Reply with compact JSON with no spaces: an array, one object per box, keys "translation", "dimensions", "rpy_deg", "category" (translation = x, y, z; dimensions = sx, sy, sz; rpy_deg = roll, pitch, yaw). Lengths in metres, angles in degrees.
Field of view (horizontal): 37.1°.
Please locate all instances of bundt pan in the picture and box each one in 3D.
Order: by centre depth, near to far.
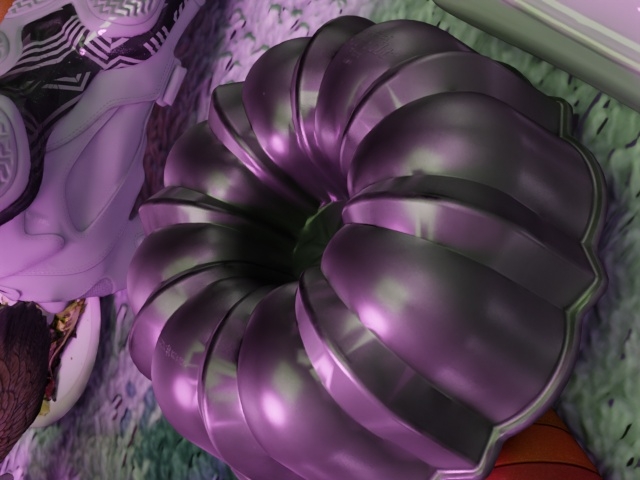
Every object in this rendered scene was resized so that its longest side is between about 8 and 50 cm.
[{"translation":[0.000,0.000,0.596],"dimensions":[0.331,0.124,0.331],"rpy_deg":[-21,54,33],"category":"bundt pan"}]

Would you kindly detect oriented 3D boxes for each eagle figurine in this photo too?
[{"translation":[-0.302,0.204,0.768],"dimensions":[0.298,0.225,0.226],"rpy_deg":[-24,100,37],"category":"eagle figurine"}]

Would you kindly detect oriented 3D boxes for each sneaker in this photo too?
[{"translation":[-0.185,-0.097,0.802],"dimensions":[0.137,0.210,0.366],"rpy_deg":[23,66,34],"category":"sneaker"}]

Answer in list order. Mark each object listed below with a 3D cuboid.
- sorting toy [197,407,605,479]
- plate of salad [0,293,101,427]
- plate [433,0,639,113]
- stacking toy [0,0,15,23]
[{"translation":[0.024,0.172,0.658],"dimensions":[0.365,0.127,0.126],"rpy_deg":[-25,49,30],"category":"sorting toy"},{"translation":[-0.283,0.079,0.909],"dimensions":[0.199,0.048,0.200],"rpy_deg":[-3,85,35],"category":"plate of salad"},{"translation":[0.193,-0.196,0.503],"dimensions":[0.278,0.045,0.277],"rpy_deg":[36,129,26],"category":"plate"},{"translation":[-0.474,-0.189,0.801],"dimensions":[0.350,0.480,0.351],"rpy_deg":[-3,84,37],"category":"stacking toy"}]
